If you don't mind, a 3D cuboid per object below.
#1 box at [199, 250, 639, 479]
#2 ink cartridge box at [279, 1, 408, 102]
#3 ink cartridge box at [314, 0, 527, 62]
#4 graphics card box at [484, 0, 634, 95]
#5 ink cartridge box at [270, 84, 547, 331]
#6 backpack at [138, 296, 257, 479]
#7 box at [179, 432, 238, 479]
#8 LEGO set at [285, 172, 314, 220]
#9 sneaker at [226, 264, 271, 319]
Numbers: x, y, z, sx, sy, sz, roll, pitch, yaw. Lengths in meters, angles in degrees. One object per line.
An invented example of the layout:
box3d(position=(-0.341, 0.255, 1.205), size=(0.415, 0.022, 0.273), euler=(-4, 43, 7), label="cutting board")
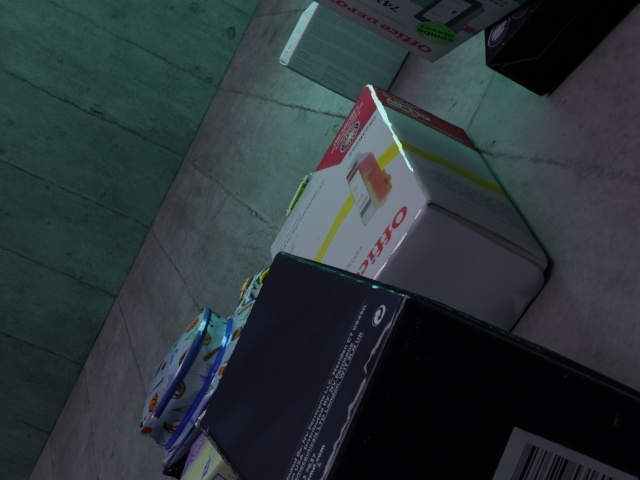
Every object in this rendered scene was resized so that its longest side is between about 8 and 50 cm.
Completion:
box3d(position=(0.097, 0.150, 0.773), size=(0.182, 0.296, 0.294), euler=(-66, 18, -4), label="box")
box3d(position=(0.067, -0.356, 1.699), size=(0.232, 0.189, 0.066), euler=(-62, 27, 8), label="ink cartridge box")
box3d(position=(0.142, -0.372, 1.198), size=(0.270, 0.198, 0.197), euler=(-23, 45, 66), label="ink cartridge box")
box3d(position=(0.296, -0.376, 1.243), size=(0.233, 0.094, 0.371), euler=(-48, 25, 40), label="graphics card box")
box3d(position=(0.081, 0.016, 1.211), size=(0.279, 0.160, 0.384), euler=(-58, 19, 19), label="ink cartridge box")
box3d(position=(-0.130, 0.211, 1.498), size=(0.263, 0.213, 0.276), euler=(-48, 19, 14), label="backpack")
box3d(position=(-0.063, 0.252, 1.265), size=(0.243, 0.117, 0.213), euler=(-51, 9, 14), label="box")
box3d(position=(0.000, 0.000, 1.545), size=(0.132, 0.107, 0.287), euler=(-19, 49, 66), label="LEGO set")
box3d(position=(-0.103, 0.121, 1.718), size=(0.083, 0.084, 0.215), euler=(-43, 27, 38), label="sneaker")
